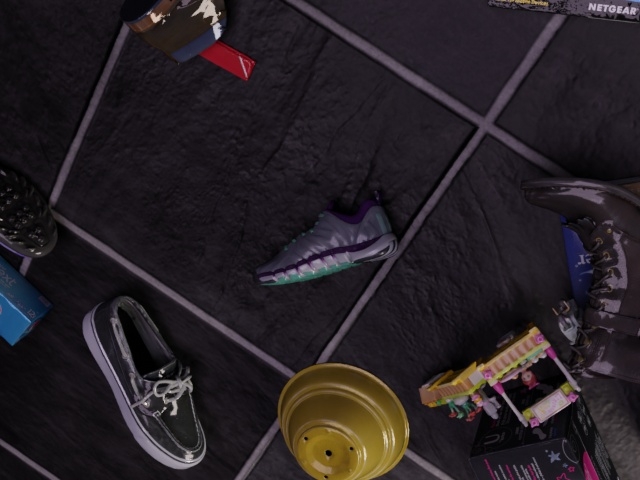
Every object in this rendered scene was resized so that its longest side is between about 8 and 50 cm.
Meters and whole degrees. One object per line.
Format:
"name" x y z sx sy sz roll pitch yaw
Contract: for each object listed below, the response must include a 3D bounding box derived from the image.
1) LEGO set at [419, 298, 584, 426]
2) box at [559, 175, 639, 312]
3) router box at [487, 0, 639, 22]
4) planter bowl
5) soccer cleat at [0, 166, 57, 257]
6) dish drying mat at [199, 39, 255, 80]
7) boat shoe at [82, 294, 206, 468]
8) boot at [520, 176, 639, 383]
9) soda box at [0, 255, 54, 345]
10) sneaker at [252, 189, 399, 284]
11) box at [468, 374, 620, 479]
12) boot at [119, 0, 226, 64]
"LEGO set" 0.245 0.198 1.067 0.287 0.132 0.107 -40 84 33
"box" 0.394 0.031 1.034 0.136 0.036 0.225 -9 109 20
"router box" 0.293 -0.330 0.917 0.178 0.046 0.133 10 113 14
"planter bowl" 0.022 0.306 1.226 0.217 0.090 0.217 6 113 15
"soccer cleat" -0.555 -0.074 1.261 0.318 0.109 0.116 38 137 -2
"dish drying mat" -0.132 -0.254 1.100 0.083 0.008 0.032 30 117 4
"boat shoe" -0.260 0.225 1.269 0.105 0.113 0.306 -25 93 39
"boot" 0.340 0.054 0.949 0.262 0.091 0.229 18 94 6
"soda box" -0.556 0.071 1.325 0.210 0.067 0.071 44 117 -3
"sneaker" 0.000 0.000 1.135 0.223 0.083 0.098 -16 82 20
"box" 0.327 0.344 1.105 0.142 0.163 0.247 -20 103 27
"boot" -0.151 -0.331 1.052 0.219 0.106 0.082 -35 53 5
